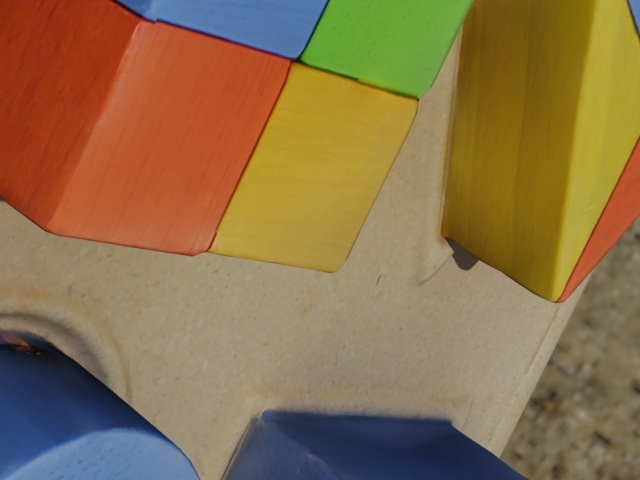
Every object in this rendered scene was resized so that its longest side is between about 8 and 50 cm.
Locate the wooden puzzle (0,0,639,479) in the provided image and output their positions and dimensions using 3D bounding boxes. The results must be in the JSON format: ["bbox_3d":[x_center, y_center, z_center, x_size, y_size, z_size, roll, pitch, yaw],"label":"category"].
[{"bbox_3d":[-0.008,0.016,0.486,0.080,0.348,0.322,40,19,34],"label":"wooden puzzle"}]
